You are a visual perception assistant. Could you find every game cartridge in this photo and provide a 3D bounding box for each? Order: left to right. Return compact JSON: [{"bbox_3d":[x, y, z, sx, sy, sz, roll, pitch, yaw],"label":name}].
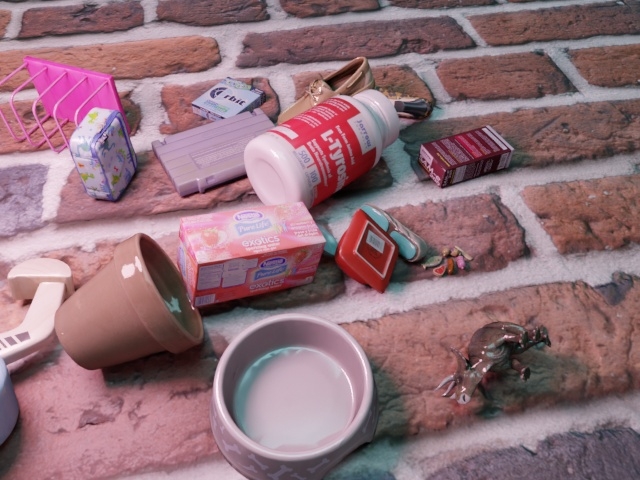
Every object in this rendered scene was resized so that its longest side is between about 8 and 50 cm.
[{"bbox_3d":[-0.283,-0.260,1.581,0.355,0.068,0.230,-23,57,-20],"label":"game cartridge"}]

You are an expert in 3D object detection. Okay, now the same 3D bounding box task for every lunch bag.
[{"bbox_3d":[-0.567,-0.229,1.437,0.090,0.219,0.176,9,49,6],"label":"lunch bag"}]

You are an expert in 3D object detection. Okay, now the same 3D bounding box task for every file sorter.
[{"bbox_3d":[-0.748,-0.370,1.569,0.291,0.202,0.182,15,52,12],"label":"file sorter"}]

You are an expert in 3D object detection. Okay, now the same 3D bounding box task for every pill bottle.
[{"bbox_3d":[0.016,-0.249,1.464,0.408,0.229,0.229,-35,58,-27],"label":"pill bottle"}]

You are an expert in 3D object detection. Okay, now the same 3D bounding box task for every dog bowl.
[{"bbox_3d":[-0.051,0.296,1.072,0.349,0.102,0.348,1,49,-1],"label":"dog bowl"}]

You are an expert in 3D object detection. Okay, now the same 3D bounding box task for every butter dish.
[{"bbox_3d":[0.092,0.035,1.301,0.160,0.118,0.160,41,52,-21],"label":"butter dish"}]

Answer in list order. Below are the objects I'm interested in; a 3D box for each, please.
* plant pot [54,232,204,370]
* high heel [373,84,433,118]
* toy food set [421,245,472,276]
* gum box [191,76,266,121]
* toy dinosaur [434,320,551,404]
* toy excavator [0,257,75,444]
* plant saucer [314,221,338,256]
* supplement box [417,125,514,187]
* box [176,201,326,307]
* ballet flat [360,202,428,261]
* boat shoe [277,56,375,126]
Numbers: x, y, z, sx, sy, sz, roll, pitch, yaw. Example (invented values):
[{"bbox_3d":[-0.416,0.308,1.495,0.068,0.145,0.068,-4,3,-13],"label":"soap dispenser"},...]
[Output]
[{"bbox_3d":[-0.403,0.150,1.122,0.229,0.263,0.263,-30,54,-1],"label":"plant pot"},{"bbox_3d":[0.231,-0.449,1.769,0.186,0.093,0.261,-9,28,-43],"label":"high heel"},{"bbox_3d":[0.319,0.052,1.348,0.122,0.019,0.078,-30,56,-25],"label":"toy food set"},{"bbox_3d":[-0.294,-0.448,1.754,0.157,0.041,0.184,26,54,20],"label":"gum box"},{"bbox_3d":[0.377,0.214,1.139,0.160,0.121,0.313,0,24,44],"label":"toy dinosaur"},{"bbox_3d":[-0.663,0.252,1.055,0.445,0.222,0.433,-17,50,-34],"label":"toy excavator"},{"bbox_3d":[0.000,0.000,1.348,0.119,0.021,0.119,37,22,-17],"label":"plant saucer"},{"bbox_3d":[0.420,-0.246,1.575,0.239,0.073,0.130,-17,51,-17],"label":"supplement box"},{"bbox_3d":[-0.160,0.026,1.230,0.300,0.154,0.142,-10,51,-26],"label":"box"},{"bbox_3d":[0.187,-0.021,1.389,0.068,0.072,0.213,-9,44,-46],"label":"ballet flat"},{"bbox_3d":[0.005,-0.450,1.672,0.341,0.110,0.121,-33,52,-4],"label":"boat shoe"}]
